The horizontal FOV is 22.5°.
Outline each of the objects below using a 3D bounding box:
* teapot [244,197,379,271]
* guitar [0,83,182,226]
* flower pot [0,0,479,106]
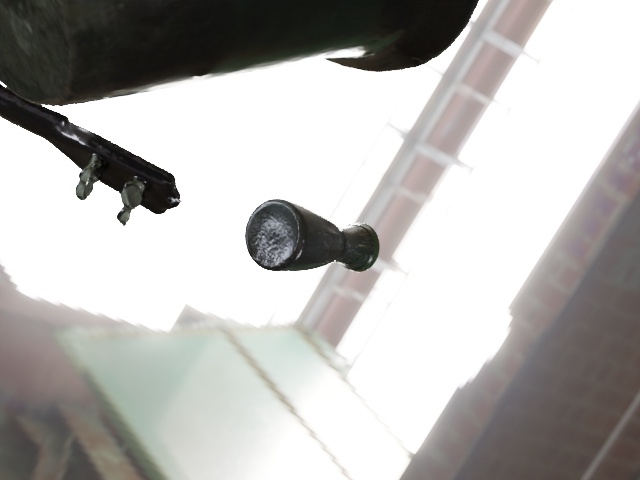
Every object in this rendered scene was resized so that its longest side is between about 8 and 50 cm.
[{"bbox_3d":[0.000,0.000,0.969,0.043,0.043,0.110,38,-165,27],"label":"teapot"},{"bbox_3d":[-0.181,-0.083,0.721,0.271,0.038,0.084,35,159,3],"label":"guitar"},{"bbox_3d":[-0.069,-0.141,0.575,0.148,0.235,0.235,-29,-131,-25],"label":"flower pot"}]
